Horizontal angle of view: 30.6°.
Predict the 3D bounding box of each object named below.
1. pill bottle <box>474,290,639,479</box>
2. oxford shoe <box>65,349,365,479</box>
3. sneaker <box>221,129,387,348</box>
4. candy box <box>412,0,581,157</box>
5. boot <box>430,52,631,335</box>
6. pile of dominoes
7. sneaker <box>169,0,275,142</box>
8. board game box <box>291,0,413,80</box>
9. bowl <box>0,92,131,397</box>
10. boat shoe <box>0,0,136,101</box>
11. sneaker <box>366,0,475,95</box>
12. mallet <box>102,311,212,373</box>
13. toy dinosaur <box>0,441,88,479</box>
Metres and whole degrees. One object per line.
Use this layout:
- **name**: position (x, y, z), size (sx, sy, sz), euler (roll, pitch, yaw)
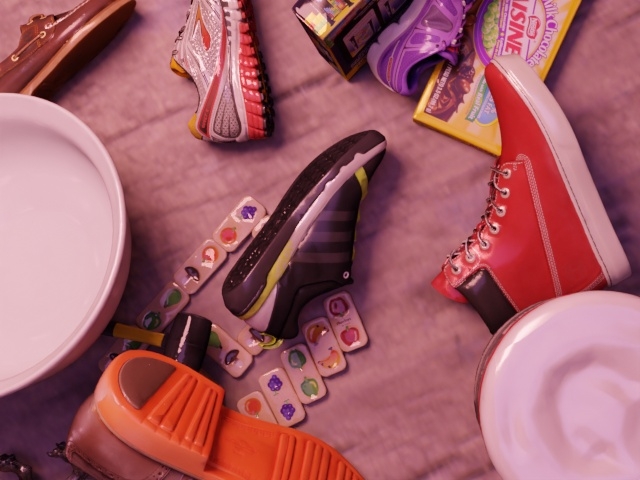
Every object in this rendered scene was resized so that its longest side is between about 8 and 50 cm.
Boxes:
- **pill bottle**: position (0.218, 0.133, 0.979), size (0.176, 0.318, 0.176), euler (-1, 86, 7)
- **oxford shoe**: position (-0.071, 0.247, 1.103), size (0.364, 0.130, 0.133), euler (36, 120, -7)
- **sneaker**: position (0.000, 0.000, 1.138), size (0.097, 0.084, 0.234), euler (40, 83, -17)
- **candy box**: position (0.180, -0.191, 1.153), size (0.105, 0.027, 0.206), euler (24, 89, 5)
- **boot**: position (0.165, -0.038, 1.100), size (0.176, 0.088, 0.244), euler (-24, 99, 6)
- **pile of dominoes**: position (-0.086, 0.108, 1.154), size (0.196, 0.040, 0.251), euler (41, 91, 7)
- **sneaker**: position (-0.111, -0.205, 1.155), size (0.093, 0.088, 0.225), euler (-11, 85, 6)
- **board game box**: position (0.059, -0.244, 1.111), size (0.170, 0.141, 0.048), euler (-45, 78, 1)
- **bowl**: position (-0.298, 0.020, 1.119), size (0.298, 0.134, 0.298), euler (-5, 72, 15)
- **boat shoe**: position (-0.279, -0.190, 1.178), size (0.207, 0.073, 0.073), euler (-43, 85, 1)
- **sneaker**: position (0.121, -0.210, 1.127), size (0.071, 0.068, 0.170), euler (49, 114, 22)
- **mallet**: position (-0.191, 0.081, 1.151), size (0.190, 0.039, 0.062), euler (18, 78, 26)
- **toy dinosaur**: position (-0.263, 0.261, 1.152), size (0.268, 0.064, 0.118), euler (-19, 100, 3)
